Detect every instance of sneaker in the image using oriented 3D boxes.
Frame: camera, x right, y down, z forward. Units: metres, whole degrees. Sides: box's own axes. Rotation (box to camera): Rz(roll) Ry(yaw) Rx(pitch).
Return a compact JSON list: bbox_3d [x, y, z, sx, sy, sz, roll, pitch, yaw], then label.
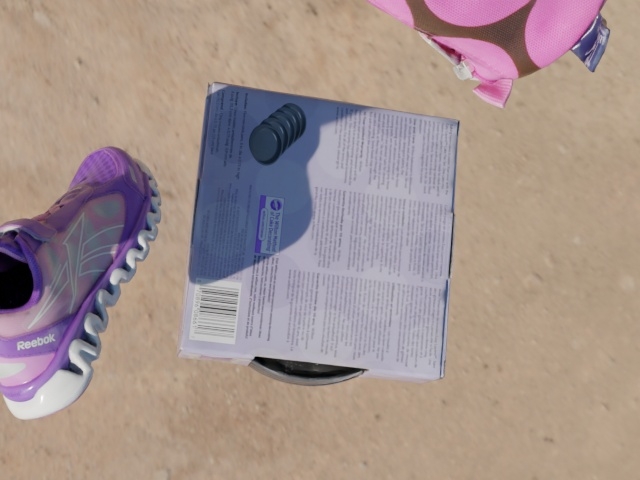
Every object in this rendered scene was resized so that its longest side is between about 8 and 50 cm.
[{"bbox_3d":[-0.199,0.011,0.922,0.095,0.236,0.104,-15,134,36],"label":"sneaker"}]

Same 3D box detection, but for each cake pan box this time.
[{"bbox_3d":[0.000,0.000,1.145,0.245,0.070,0.267,6,78,-8],"label":"cake pan box"}]

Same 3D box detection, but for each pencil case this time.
[{"bbox_3d":[0.017,-0.135,0.457,0.209,0.095,0.098,26,107,-27],"label":"pencil case"}]
